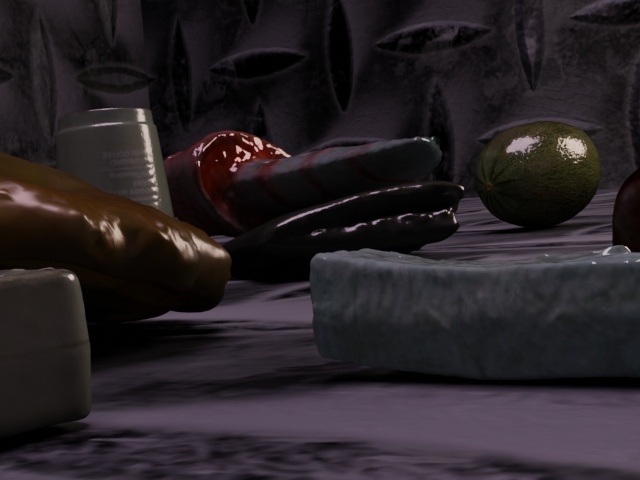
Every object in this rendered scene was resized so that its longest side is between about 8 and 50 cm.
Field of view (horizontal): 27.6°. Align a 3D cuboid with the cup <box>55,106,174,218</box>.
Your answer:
[{"bbox_3d":[-0.171,-0.035,1.064,0.120,0.141,0.120,-7,2,0],"label":"cup"}]

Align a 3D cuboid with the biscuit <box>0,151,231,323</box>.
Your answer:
[{"bbox_3d":[-0.216,0.000,0.644,0.329,0.078,0.335,9,-10,-21],"label":"biscuit"}]

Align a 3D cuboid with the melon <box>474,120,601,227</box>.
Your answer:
[{"bbox_3d":[0.235,-0.070,1.384,0.114,0.114,0.167,-2,7,44],"label":"melon"}]

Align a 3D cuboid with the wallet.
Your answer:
[{"bbox_3d":[0.000,0.000,1.048,0.169,0.052,0.245,-11,-2,-19],"label":"wallet"}]

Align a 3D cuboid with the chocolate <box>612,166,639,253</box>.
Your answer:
[{"bbox_3d":[0.231,-0.023,0.766,0.125,0.080,0.148,-4,4,2],"label":"chocolate"}]

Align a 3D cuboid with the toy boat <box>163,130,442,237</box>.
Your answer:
[{"bbox_3d":[0.008,-0.057,1.122,0.206,0.096,0.282,15,-19,-42],"label":"toy boat"}]

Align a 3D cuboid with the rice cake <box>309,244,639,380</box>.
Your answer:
[{"bbox_3d":[0.106,0.020,0.406,0.245,0.045,0.042,-3,0,32],"label":"rice cake"}]

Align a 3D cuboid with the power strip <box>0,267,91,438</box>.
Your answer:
[{"bbox_3d":[-0.207,0.040,0.461,0.288,0.053,0.093,-3,4,39],"label":"power strip"}]
